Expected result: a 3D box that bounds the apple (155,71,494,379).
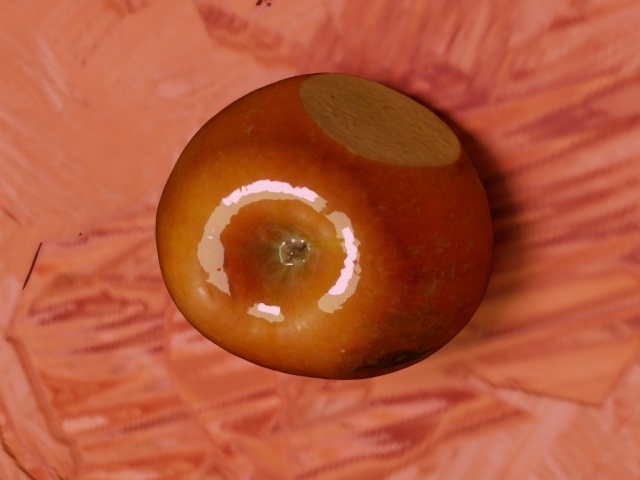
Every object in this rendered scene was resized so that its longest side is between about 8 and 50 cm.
[{"bbox_3d":[0.000,0.000,0.624,0.114,0.102,0.099,36,117,16],"label":"apple"}]
